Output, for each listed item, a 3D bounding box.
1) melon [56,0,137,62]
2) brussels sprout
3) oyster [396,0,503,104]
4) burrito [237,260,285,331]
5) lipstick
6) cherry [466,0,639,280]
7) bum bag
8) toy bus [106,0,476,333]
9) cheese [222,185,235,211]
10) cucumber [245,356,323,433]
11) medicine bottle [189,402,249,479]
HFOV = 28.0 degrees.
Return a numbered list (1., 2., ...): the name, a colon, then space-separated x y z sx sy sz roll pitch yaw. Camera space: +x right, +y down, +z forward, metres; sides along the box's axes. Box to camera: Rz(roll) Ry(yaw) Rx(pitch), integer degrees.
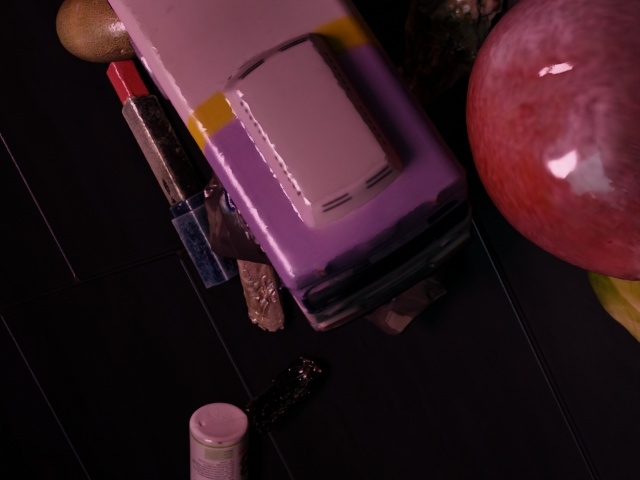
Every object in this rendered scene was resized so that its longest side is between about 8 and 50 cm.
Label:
1. melon: -0.252 -0.264 1.557 0.162 0.099 0.099 2 116 39
2. brussels sprout: 0.326 0.025 1.212 0.155 0.117 0.155 25 149 16
3. oyster: 0.126 -0.208 1.294 0.108 0.053 0.165 18 119 21
4. burrito: -0.079 0.038 1.630 0.051 0.042 0.171 -5 120 11
5. lipstick: -0.188 -0.090 1.648 0.051 0.051 0.312 -21 98 48
6. cherry: 0.245 -0.104 1.103 0.261 0.221 0.307 -34 46 44
7. bum bag: 0.000 0.000 1.502 0.340 0.095 0.144 23 119 23
8. toy bus: -0.038 -0.146 1.256 0.440 0.209 0.249 58 178 11
9. cheese: -0.009 -0.093 1.433 0.244 0.062 0.155 -13 82 27
10. cucumber: -0.047 0.204 1.704 0.053 0.053 0.181 50 135 6
11. medicine bottle: -0.144 0.327 1.838 0.086 0.086 0.183 24 130 29
